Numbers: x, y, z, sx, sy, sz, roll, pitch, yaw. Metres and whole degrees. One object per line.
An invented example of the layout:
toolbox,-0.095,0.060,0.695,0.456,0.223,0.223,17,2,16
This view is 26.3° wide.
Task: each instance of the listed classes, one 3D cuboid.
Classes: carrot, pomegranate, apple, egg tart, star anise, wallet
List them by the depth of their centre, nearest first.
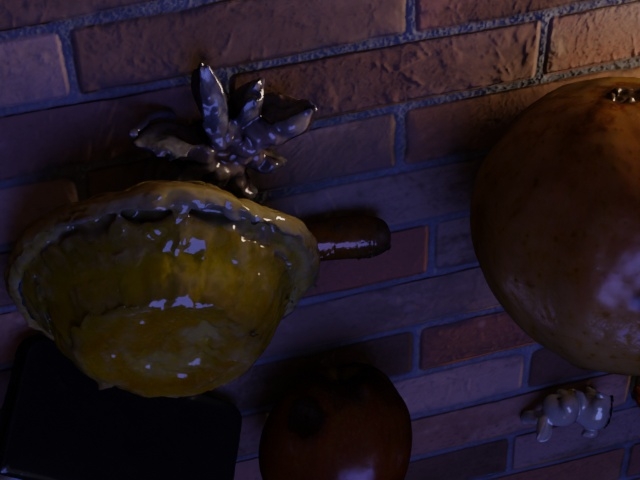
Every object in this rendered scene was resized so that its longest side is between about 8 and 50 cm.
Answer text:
star anise,-0.117,-0.115,1.596,0.236,0.093,0.229,-18,135,-2
egg tart,-0.183,0.072,1.633,0.387,0.169,0.388,-4,148,-3
pomegranate,0.367,0.004,1.692,0.410,0.410,0.410,-11,133,-12
carrot,0.000,0.000,1.769,0.186,0.060,0.060,-5,132,-12
wallet,-0.259,0.258,1.822,0.377,0.197,0.051,26,151,-38
apple,0.024,0.277,1.929,0.230,0.230,0.230,-11,133,-12

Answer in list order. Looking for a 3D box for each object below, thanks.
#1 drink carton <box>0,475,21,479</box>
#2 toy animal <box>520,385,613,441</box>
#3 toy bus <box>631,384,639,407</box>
drink carton,-0.385,0.388,1.921,0.194,0.132,0.325,-24,133,2
toy animal,0.387,0.265,2.143,0.124,0.071,0.085,5,109,-12
toy bus,0.633,0.326,2.236,0.143,0.153,0.329,-31,134,6
